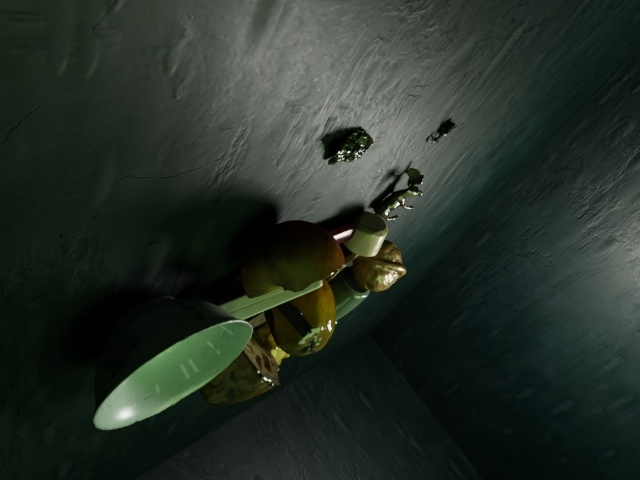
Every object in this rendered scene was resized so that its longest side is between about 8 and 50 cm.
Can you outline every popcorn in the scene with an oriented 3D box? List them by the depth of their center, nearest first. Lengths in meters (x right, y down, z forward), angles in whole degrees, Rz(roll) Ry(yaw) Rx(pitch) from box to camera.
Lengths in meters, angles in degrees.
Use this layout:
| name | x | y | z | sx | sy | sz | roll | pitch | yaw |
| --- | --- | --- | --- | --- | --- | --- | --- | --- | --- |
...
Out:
| name | x | y | z | sx | sy | sz | roll | pitch | yaw |
| --- | --- | --- | --- | --- | --- | --- | --- | --- | --- |
| popcorn | -0.219 | 0.448 | 2.050 | 0.250 | 0.190 | 0.250 | -28 | 159 | -12 |

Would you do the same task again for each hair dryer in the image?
| name | x | y | z | sx | sy | sz | roll | pitch | yaw |
| --- | --- | --- | --- | --- | --- | --- | --- | --- | --- |
| hair dryer | -0.110 | 0.202 | 1.599 | 0.197 | 0.251 | 0.089 | -37 | 178 | -14 |

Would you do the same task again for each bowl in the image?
| name | x | y | z | sx | sy | sz | roll | pitch | yaw |
| --- | --- | --- | --- | --- | --- | --- | --- | --- | --- |
| bowl | -0.409 | 0.272 | 1.269 | 0.435 | 0.196 | 0.434 | -34 | 159 | -15 |

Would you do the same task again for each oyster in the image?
| name | x | y | z | sx | sy | sz | roll | pitch | yaw |
| --- | --- | --- | --- | --- | --- | --- | --- | --- | --- |
| oyster | 0.086 | -0.233 | 1.263 | 0.148 | 0.051 | 0.103 | -42 | 171 | -24 |

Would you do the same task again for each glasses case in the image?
| name | x | y | z | sx | sy | sz | roll | pitch | yaw |
| --- | --- | --- | --- | --- | --- | --- | --- | --- | --- |
| glasses case | -0.156 | 0.149 | 1.479 | 0.313 | 0.070 | 0.131 | -22 | -165 | -10 |

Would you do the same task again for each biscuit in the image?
| name | x | y | z | sx | sy | sz | roll | pitch | yaw |
| --- | --- | --- | --- | --- | --- | --- | --- | --- | --- |
| biscuit | 0.110 | 0.050 | 1.901 | 0.295 | 0.044 | 0.186 | -42 | -173 | 5 |

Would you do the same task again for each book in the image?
| name | x | y | z | sx | sy | sz | roll | pitch | yaw |
| --- | --- | --- | --- | --- | --- | --- | --- | --- | --- |
| book | -0.212 | 0.295 | 1.971 | 0.199 | 0.016 | 0.138 | -31 | 160 | -24 |

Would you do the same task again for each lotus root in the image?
| name | x | y | z | sx | sy | sz | roll | pitch | yaw |
| --- | --- | --- | --- | --- | --- | --- | --- | --- | --- |
| lotus root | -0.299 | 0.375 | 1.558 | 0.250 | 0.316 | 0.316 | -28 | 160 | -5 |

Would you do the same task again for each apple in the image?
| name | x | y | z | sx | sy | sz | roll | pitch | yaw |
| --- | --- | --- | --- | --- | --- | --- | --- | --- | --- |
| apple | -0.091 | 0.031 | 1.332 | 0.293 | 0.163 | 0.251 | -12 | -165 | 35 |

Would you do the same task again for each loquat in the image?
| name | x | y | z | sx | sy | sz | roll | pitch | yaw |
| --- | --- | --- | --- | --- | --- | --- | --- | --- | --- |
| loquat | -0.065 | 0.255 | 1.747 | 0.276 | 0.283 | 0.276 | -15 | 150 | -9 |

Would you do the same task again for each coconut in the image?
| name | x | y | z | sx | sy | sz | roll | pitch | yaw |
| --- | --- | --- | --- | --- | --- | --- | --- | --- | --- |
| coconut | 0.154 | -0.014 | 1.748 | 0.147 | 0.147 | 0.152 | -22 | 148 | -41 |

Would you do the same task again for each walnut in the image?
| name | x | y | z | sx | sy | sz | roll | pitch | yaw |
| --- | --- | --- | --- | --- | --- | --- | --- | --- | --- |
| walnut | 0.232 | 0.099 | 2.033 | 0.257 | 0.257 | 0.224 | 30 | 77 | -70 |

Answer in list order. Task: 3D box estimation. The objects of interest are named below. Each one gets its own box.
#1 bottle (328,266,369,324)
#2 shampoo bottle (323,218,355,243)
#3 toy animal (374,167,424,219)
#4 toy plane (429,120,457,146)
| name | x | y | z | sx | sy | sz | roll | pitch | yaw |
| --- | --- | --- | --- | --- | --- | --- | --- | --- | --- |
| bottle | 0.065 | 0.275 | 2.214 | 0.169 | 0.168 | 0.347 | -17 | 154 | -48 |
| shampoo bottle | 0.000 | 0.000 | 1.612 | 0.260 | 0.064 | 0.102 | -22 | 160 | -40 |
| toy animal | 0.286 | -0.151 | 1.760 | 0.214 | 0.093 | 0.186 | -33 | 154 | 8 |
| toy plane | 0.401 | -0.350 | 1.613 | 0.121 | 0.031 | 0.049 | -41 | 170 | -3 |
